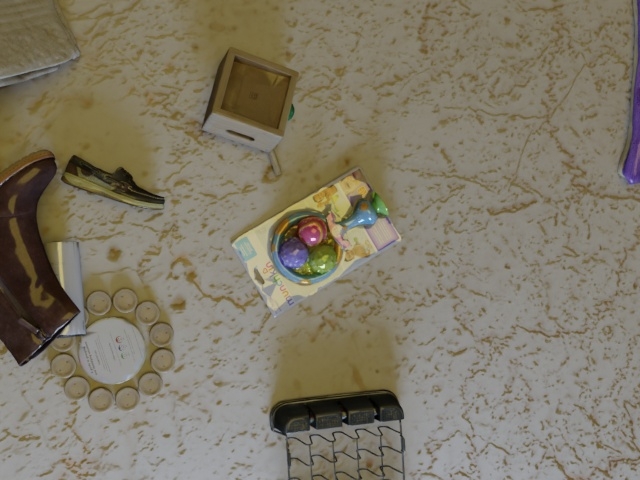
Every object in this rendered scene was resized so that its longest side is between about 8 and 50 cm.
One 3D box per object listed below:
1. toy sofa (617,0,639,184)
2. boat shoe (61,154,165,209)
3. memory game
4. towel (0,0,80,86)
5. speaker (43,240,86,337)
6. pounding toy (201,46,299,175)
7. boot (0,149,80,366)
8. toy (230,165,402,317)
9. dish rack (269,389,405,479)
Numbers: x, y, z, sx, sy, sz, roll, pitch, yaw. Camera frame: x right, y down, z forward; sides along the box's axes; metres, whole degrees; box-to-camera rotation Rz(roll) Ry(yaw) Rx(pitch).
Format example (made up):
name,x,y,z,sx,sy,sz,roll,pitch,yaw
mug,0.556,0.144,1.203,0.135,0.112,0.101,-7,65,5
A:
name,x,y,z,sx,sy,sz,roll,pitch,yaw
toy sofa,0.617,-0.255,1.540,0.177,0.150,0.363,7,88,-15
boat shoe,-0.296,-0.083,1.363,0.152,0.056,0.049,17,91,-13
memory game,-0.305,0.162,1.382,0.186,0.012,0.186,0,90,-14
towel,-0.453,-0.296,1.247,0.282,0.049,0.187,-34,101,-57
speaker,-0.366,0.069,1.336,0.055,0.055,0.136,-5,83,-14
pounding toy,-0.097,-0.189,1.403,0.141,0.100,0.130,18,71,-15
boot,-0.396,0.023,1.296,0.207,0.090,0.248,45,100,6
toy,0.000,0.000,1.435,0.237,0.056,0.137,-31,95,-12
dish rack,0.037,0.376,1.436,0.208,0.074,0.272,-4,92,-13
